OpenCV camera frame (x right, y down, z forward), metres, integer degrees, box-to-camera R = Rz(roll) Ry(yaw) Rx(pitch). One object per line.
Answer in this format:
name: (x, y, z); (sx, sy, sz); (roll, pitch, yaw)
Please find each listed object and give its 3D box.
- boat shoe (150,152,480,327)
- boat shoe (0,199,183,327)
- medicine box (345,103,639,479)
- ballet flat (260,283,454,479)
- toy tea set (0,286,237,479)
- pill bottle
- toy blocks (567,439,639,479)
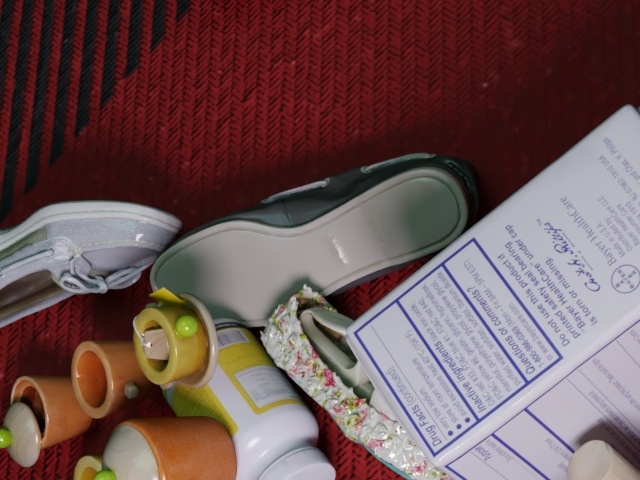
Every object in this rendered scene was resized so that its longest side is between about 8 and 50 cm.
boat shoe: (0.000, 0.000, 1.631); (0.335, 0.095, 0.112); (-18, 101, 23)
boat shoe: (-0.275, 0.033, 1.737); (0.320, 0.118, 0.103); (-13, 71, 27)
medicine box: (0.212, 0.078, 1.371); (0.289, 0.263, 0.149); (-38, 56, 7)
ballet flat: (0.039, 0.126, 1.530); (0.241, 0.091, 0.077); (38, 124, 27)
toy tea set: (-0.208, 0.177, 1.567); (0.336, 0.124, 0.200); (-28, 74, 50)
pill bottle: (-0.066, 0.165, 1.572); (0.103, 0.103, 0.184); (-42, 56, 5)
toy blocks: (0.322, 0.322, 1.226); (0.288, 0.260, 0.309); (-10, 50, 43)
